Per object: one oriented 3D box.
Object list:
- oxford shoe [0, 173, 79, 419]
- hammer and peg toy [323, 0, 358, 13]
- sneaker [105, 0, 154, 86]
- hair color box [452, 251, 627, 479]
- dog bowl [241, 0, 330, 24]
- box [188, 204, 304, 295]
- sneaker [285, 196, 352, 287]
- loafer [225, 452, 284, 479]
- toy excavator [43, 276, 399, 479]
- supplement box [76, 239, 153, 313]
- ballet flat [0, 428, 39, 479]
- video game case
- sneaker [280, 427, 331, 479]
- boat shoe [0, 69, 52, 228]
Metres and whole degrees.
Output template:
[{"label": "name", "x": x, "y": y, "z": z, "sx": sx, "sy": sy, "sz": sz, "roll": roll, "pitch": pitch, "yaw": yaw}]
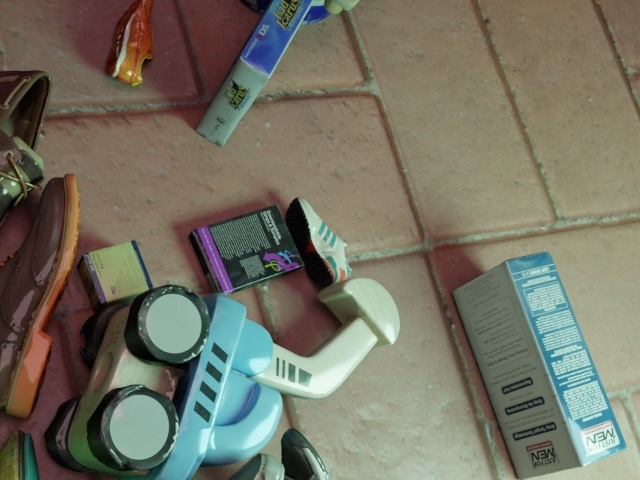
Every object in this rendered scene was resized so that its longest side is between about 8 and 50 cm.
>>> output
[{"label": "oxford shoe", "x": -0.425, "y": 0.060, "z": 1.314, "sx": 0.133, "sy": 0.130, "sz": 0.363, "roll": 14, "pitch": 64, "yaw": -12}, {"label": "hammer and peg toy", "x": 0.035, "y": -0.594, "z": 1.660, "sx": 0.266, "sy": 0.127, "sz": 0.361, "roll": 37, "pitch": 60, "yaw": -5}, {"label": "sneaker", "x": -0.310, "y": -0.336, "z": 1.570, "sx": 0.067, "sy": 0.064, "sz": 0.175, "roll": 27, "pitch": 64, "yaw": -35}, {"label": "hair color box", "x": 0.362, "y": 0.212, "z": 1.576, "sx": 0.105, "sy": 0.174, "sz": 0.347, "roll": -10, "pitch": 75, "yaw": -29}, {"label": "dog bowl", "x": -0.054, "y": -0.538, "z": 1.731, "sx": 0.265, "sy": 0.104, "sz": 0.264, "roll": 9, "pitch": 67, "yaw": -21}, {"label": "box", "x": -0.119, "y": 0.017, "z": 1.522, "sx": 0.162, "sy": 0.029, "sz": 0.116, "roll": -18, "pitch": 79, "yaw": -28}, {"label": "sneaker", "x": 0.000, "y": 0.000, "z": 1.575, "sx": 0.075, "sy": 0.057, "sz": 0.161, "roll": -14, "pitch": 74, "yaw": -45}, {"label": "loafer", "x": -0.180, "y": 0.392, "z": 1.227, "sx": 0.319, "sy": 0.112, "sz": 0.111, "roll": -45, "pitch": 100, "yaw": 0}, {"label": "toy excavator", "x": -0.114, "y": 0.197, "z": 1.373, "sx": 0.445, "sy": 0.222, "sz": 0.432, "roll": 29, "pitch": 62, "yaw": -26}, {"label": "supplement box", "x": -0.309, "y": 0.055, "z": 1.405, "sx": 0.083, "sy": 0.056, "sz": 0.083, "roll": -17, "pitch": 78, "yaw": -29}, {"label": "ballet flat", "x": -0.397, "y": 0.421, "z": 1.192, "sx": 0.123, "sy": 0.123, "sz": 0.348, "roll": -9, "pitch": 73, "yaw": -27}, {"label": "video game case", "x": -0.095, "y": -0.318, "z": 1.542, "sx": 0.061, "sy": 0.244, "sz": 0.269, "roll": 31, "pitch": 60, "yaw": -9}, {"label": "sneaker", "x": -0.045, "y": 0.390, "z": 1.338, "sx": 0.132, "sy": 0.086, "sz": 0.228, "roll": -26, "pitch": 113, "yaw": -19}, {"label": "boat shoe", "x": -0.459, "y": -0.111, "z": 1.336, "sx": 0.123, "sy": 0.123, "sz": 0.341, "roll": -4, "pitch": 54, "yaw": 14}]
